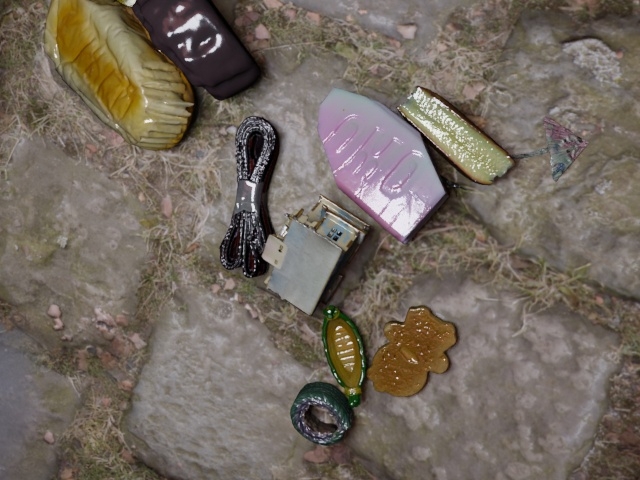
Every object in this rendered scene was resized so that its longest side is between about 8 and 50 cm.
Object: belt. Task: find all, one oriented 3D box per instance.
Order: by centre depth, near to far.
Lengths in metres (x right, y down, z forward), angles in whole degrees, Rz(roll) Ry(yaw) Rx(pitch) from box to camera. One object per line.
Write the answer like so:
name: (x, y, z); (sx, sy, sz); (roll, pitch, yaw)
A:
belt: (-0.152, -0.098, 1.179); (0.126, 0.094, 0.360); (4, 93, 14)

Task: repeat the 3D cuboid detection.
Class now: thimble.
thimble: (0.001, 0.392, 1.183); (0.135, 0.090, 0.118); (41, 102, 3)

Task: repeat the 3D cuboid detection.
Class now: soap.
soap: (0.118, -0.168, 1.094); (0.324, 0.109, 0.193); (43, 97, 15)

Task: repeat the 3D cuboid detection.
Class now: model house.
model house: (0.000, 0.000, 1.119); (0.178, 0.206, 0.271); (32, 137, 11)

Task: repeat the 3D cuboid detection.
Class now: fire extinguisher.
fire extinguisher: (0.228, -0.091, 1.137); (0.157, 0.045, 0.078); (-36, 65, 12)

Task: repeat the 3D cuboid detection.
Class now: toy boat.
toy boat: (0.053, 0.251, 1.165); (0.088, 0.088, 0.230); (-17, 90, 10)

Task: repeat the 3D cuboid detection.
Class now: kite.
kite: (0.483, -0.192, 1.100); (0.156, 0.011, 0.139); (-12, 88, 10)

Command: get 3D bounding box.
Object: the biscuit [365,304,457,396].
biscuit: (0.201, 0.255, 1.166); (0.166, 0.036, 0.226); (32, 101, 8)

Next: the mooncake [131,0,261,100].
mooncake: (-0.254, -0.420, 1.086); (0.141, 0.283, 0.283); (-36, 87, 10)

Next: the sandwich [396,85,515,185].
sandwich: (0.280, -0.217, 1.093); (0.258, 0.096, 0.094); (43, 106, 4)

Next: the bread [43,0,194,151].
bread: (-0.440, -0.376, 1.155); (0.236, 0.183, 0.389); (-35, 84, 29)

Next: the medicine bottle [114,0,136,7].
medicine bottle: (-0.373, -0.650, 1.196); (0.111, 0.076, 0.309); (41, 99, 4)
